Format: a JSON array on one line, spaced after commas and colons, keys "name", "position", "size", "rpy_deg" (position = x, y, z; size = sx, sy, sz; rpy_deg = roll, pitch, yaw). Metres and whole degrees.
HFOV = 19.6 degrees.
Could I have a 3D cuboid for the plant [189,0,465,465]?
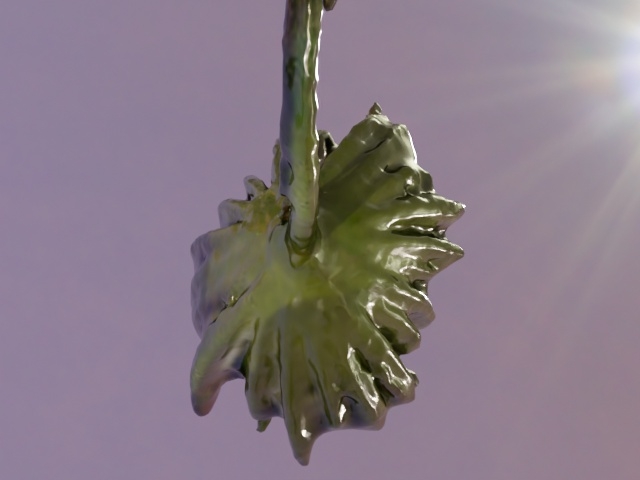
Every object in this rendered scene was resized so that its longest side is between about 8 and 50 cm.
[{"name": "plant", "position": [-0.035, -0.004, 1.122], "size": [0.180, 0.251, 0.333], "rpy_deg": [3, 166, 20]}]
